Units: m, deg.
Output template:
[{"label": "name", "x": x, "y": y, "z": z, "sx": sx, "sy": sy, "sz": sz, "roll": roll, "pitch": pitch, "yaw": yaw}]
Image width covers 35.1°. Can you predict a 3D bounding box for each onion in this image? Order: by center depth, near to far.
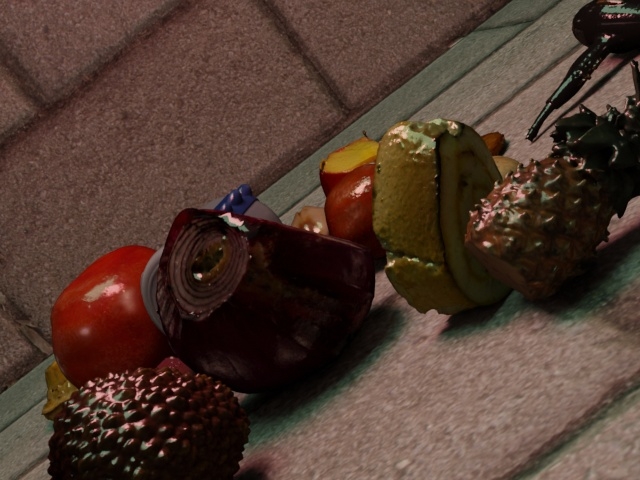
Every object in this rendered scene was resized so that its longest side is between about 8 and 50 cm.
[{"label": "onion", "x": -0.096, "y": 0.095, "z": 1.491, "sx": 0.336, "sy": 0.282, "sz": 0.260, "roll": 12, "pitch": 82, "yaw": 25}]

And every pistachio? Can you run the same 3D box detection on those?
[{"label": "pistachio", "x": 0.000, "y": 0.000, "z": 1.904, "sx": 0.144, "sy": 0.144, "sz": 0.215, "roll": -37, "pitch": 4, "yaw": 2}]

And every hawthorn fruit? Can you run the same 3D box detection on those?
[{"label": "hawthorn fruit", "x": 0.099, "y": -0.059, "z": 1.758, "sx": 0.188, "sy": 0.169, "sz": 0.169, "roll": -42, "pitch": 7, "yaw": 31}]

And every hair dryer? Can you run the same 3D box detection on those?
[{"label": "hair dryer", "x": 0.495, "y": -0.300, "z": 1.794, "sx": 0.359, "sy": 0.120, "sz": 0.303, "roll": -50, "pitch": 28, "yaw": -9}]

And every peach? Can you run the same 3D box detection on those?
[{"label": "peach", "x": 0.093, "y": -0.104, "z": 1.999, "sx": 0.158, "sy": 0.154, "sz": 0.267, "roll": -30, "pitch": 20, "yaw": -10}]

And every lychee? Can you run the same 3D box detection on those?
[{"label": "lychee", "x": -0.205, "y": 0.267, "z": 1.264, "sx": 0.271, "sy": 0.271, "sz": 0.271, "roll": -36, "pitch": 12, "yaw": 8}]

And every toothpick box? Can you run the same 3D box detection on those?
[{"label": "toothpick box", "x": -0.193, "y": 0.034, "z": 2.072, "sx": 0.263, "sy": 0.263, "sz": 0.355, "roll": -32, "pitch": 11, "yaw": 24}]

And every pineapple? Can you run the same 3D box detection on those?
[{"label": "pineapple", "x": 0.313, "y": -0.070, "z": 1.173, "sx": 0.310, "sy": 0.170, "sz": 0.141, "roll": -47, "pitch": 18, "yaw": -3}]

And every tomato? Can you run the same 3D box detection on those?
[{"label": "tomato", "x": -0.417, "y": 0.174, "z": 2.159, "sx": 0.289, "sy": 0.293, "sz": 0.325, "roll": -16, "pitch": 15, "yaw": 25}]

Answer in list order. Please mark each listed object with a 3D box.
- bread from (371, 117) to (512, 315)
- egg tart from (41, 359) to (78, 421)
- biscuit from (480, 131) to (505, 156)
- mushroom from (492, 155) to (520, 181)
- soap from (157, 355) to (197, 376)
[{"label": "bread", "x": 0.163, "y": -0.035, "z": 1.304, "sx": 0.124, "sy": 0.257, "sz": 0.186, "roll": -14, "pitch": 4, "yaw": 44}, {"label": "egg tart", "x": -0.559, "y": 0.300, "z": 2.456, "sx": 0.341, "sy": 0.129, "sz": 0.341, "roll": -38, "pitch": 11, "yaw": 9}, {"label": "biscuit", "x": 0.290, "y": -0.162, "z": 1.945, "sx": 0.126, "sy": 0.025, "sz": 0.206, "roll": -44, "pitch": 14, "yaw": -26}, {"label": "mushroom", "x": 0.242, "y": -0.052, "z": 1.440, "sx": 0.112, "sy": 0.148, "sz": 0.148, "roll": 4, "pitch": 17, "yaw": 2}, {"label": "soap", "x": -0.229, "y": 0.271, "z": 1.615, "sx": 0.182, "sy": 0.112, "sz": 0.289, "roll": -34, "pitch": 10, "yaw": 4}]
